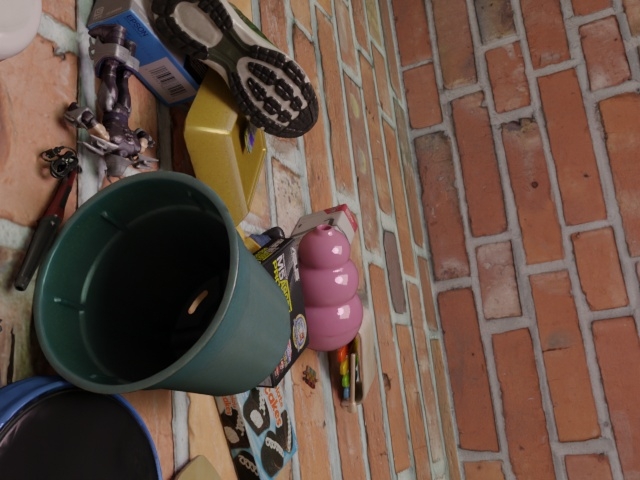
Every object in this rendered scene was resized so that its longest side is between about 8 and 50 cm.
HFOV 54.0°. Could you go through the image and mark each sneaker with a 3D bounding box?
[{"bbox_3d":[-0.153,-0.389,1.303,0.410,0.158,0.182,44,21,-25],"label":"sneaker"}]

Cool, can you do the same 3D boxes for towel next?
[{"bbox_3d":[-0.153,-0.238,1.378,0.060,0.010,0.083,85,11,-48],"label":"towel"}]

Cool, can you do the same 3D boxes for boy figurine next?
[{"bbox_3d":[-0.162,0.031,1.469,0.177,0.092,0.285,57,19,5],"label":"boy figurine"}]

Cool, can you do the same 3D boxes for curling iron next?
[{"bbox_3d":[-0.433,-0.041,0.982,0.068,0.035,0.273,44,39,-45],"label":"curling iron"}]

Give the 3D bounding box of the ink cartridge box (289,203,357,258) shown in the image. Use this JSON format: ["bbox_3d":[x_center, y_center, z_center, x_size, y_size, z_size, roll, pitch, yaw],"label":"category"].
[{"bbox_3d":[0.000,0.000,1.778,0.092,0.159,0.217,62,27,-25],"label":"ink cartridge box"}]

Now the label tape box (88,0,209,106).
[{"bbox_3d":[-0.334,-0.502,1.343,0.249,0.115,0.347,47,40,-50],"label":"label tape box"}]

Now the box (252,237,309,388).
[{"bbox_3d":[-0.102,0.152,1.378,0.216,0.060,0.269,-41,127,-64],"label":"box"}]

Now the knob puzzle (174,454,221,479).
[{"bbox_3d":[-0.233,0.498,1.158,0.213,0.030,0.213,41,43,-53],"label":"knob puzzle"}]

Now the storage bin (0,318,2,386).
[{"bbox_3d":[-0.454,0.158,0.771,0.135,0.098,0.091,-31,117,-66],"label":"storage bin"}]

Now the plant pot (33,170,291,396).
[{"bbox_3d":[-0.224,0.111,1.052,0.334,0.342,0.340,51,34,-61],"label":"plant pot"}]

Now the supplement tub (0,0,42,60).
[{"bbox_3d":[-0.474,-0.259,0.700,0.191,0.272,0.191,43,40,-53],"label":"supplement tub"}]

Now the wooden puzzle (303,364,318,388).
[{"bbox_3d":[-0.027,0.373,1.716,0.083,0.006,0.049,52,34,-45],"label":"wooden puzzle"}]

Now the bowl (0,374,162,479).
[{"bbox_3d":[-0.361,0.384,0.872,0.391,0.077,0.390,41,42,-53],"label":"bowl"}]

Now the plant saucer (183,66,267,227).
[{"bbox_3d":[-0.194,-0.222,1.416,0.332,0.081,0.332,84,13,-47],"label":"plant saucer"}]

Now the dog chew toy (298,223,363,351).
[{"bbox_3d":[0.008,0.116,1.605,0.206,0.207,0.331,-55,149,-60],"label":"dog chew toy"}]

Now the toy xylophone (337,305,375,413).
[{"bbox_3d":[0.094,0.343,1.804,0.236,0.081,0.322,-40,131,-65],"label":"toy xylophone"}]

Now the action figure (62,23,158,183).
[{"bbox_3d":[-0.376,-0.238,1.146,0.185,0.099,0.284,30,55,-69],"label":"action figure"}]

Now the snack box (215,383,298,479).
[{"bbox_3d":[-0.148,0.357,1.385,0.187,0.060,0.321,-28,103,-66],"label":"snack box"}]
